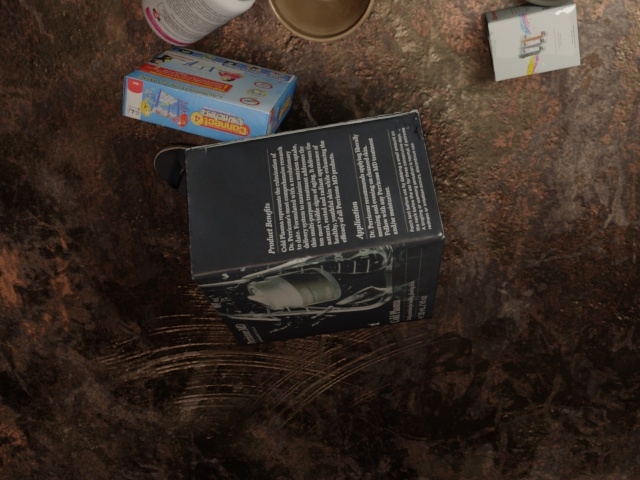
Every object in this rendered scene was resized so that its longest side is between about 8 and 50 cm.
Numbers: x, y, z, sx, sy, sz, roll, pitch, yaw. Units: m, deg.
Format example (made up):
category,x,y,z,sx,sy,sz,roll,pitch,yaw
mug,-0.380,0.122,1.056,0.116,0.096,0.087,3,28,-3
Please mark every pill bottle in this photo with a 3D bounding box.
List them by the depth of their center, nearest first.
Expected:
category,x,y,z,sx,sy,sz,roll,pitch,yaw
pill bottle,-0.233,-0.528,1.453,0.283,0.160,0.160,-13,117,43

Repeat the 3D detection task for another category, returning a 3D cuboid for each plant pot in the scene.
category,x,y,z,sx,sy,sz,roll,pitch,yaw
plant pot,0.006,-0.552,1.483,0.237,0.110,0.238,4,117,8

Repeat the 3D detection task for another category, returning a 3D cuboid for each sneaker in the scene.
category,x,y,z,sx,sy,sz,roll,pitch,yaw
sneaker,-0.277,-0.137,1.742,0.320,0.127,0.126,22,120,-1

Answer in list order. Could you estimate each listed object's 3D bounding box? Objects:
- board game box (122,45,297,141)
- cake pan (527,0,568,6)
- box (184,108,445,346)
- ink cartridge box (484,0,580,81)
category,x,y,z,sx,sy,sz,roll,pitch,yaw
board game box,-0.232,-0.322,1.534,0.308,0.302,0.086,15,119,2
cake pan,0.410,-0.591,1.323,0.054,0.293,0.293,-37,110,-13
box,0.000,0.000,1.505,0.471,0.298,0.480,-8,155,3
ink cartridge box,0.441,-0.425,1.465,0.176,0.128,0.128,-7,116,14
